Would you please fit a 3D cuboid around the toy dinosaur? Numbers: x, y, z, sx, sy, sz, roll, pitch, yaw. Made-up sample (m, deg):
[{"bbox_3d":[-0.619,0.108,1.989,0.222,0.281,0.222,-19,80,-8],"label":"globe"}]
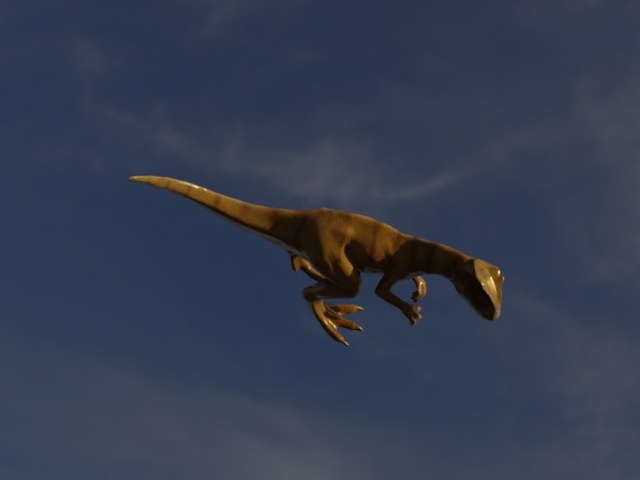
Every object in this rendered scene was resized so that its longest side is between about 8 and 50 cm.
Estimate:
[{"bbox_3d":[0.000,0.000,0.757,0.211,0.064,0.112,14,-33,0],"label":"toy dinosaur"}]
